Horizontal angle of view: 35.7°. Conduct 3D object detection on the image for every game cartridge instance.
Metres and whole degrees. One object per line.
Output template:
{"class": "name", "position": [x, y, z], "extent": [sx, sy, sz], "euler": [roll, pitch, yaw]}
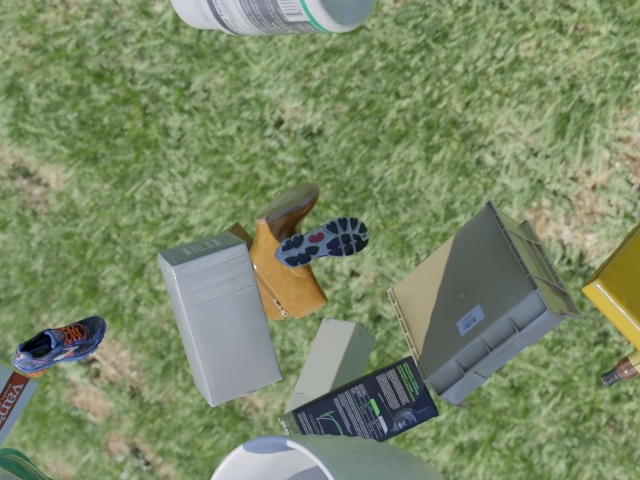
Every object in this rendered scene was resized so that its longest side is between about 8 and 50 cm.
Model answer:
{"class": "game cartridge", "position": [0.587, 0.109, 1.525], "extent": [0.323, 0.285, 0.053], "euler": [49, 147, 2]}

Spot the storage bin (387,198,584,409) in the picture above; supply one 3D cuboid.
{"class": "storage bin", "position": [0.277, 0.113, 1.704], "extent": [0.123, 0.260, 0.262], "euler": [28, 119, -38]}

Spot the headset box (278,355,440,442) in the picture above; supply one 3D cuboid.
{"class": "headset box", "position": [0.079, 0.346, 1.991], "extent": [0.131, 0.283, 0.246], "euler": [64, 167, 8]}

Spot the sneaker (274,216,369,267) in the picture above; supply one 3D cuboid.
{"class": "sneaker", "position": [0.000, 0.000, 1.703], "extent": [0.071, 0.170, 0.068], "euler": [-175, 73, -74]}

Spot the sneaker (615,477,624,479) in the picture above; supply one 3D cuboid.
{"class": "sneaker", "position": [0.556, 0.560, 1.784], "extent": [0.127, 0.126, 0.321], "euler": [16, 132, 24]}

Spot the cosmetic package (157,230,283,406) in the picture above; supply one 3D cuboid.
{"class": "cosmetic package", "position": [-0.155, 0.120, 1.536], "extent": [0.107, 0.127, 0.238], "euler": [-152, 48, -64]}

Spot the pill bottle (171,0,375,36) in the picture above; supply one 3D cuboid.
{"class": "pill bottle", "position": [-0.093, -0.471, 1.785], "extent": [0.361, 0.204, 0.204], "euler": [9, 134, 39]}

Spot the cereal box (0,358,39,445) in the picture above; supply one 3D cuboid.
{"class": "cereal box", "position": [-0.378, 0.160, 0.885], "extent": [0.047, 0.173, 0.240], "euler": [24, 168, 31]}

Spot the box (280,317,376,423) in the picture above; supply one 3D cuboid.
{"class": "box", "position": [0.020, 0.321, 2.279], "extent": [0.113, 0.275, 0.094], "euler": [5, 154, 44]}

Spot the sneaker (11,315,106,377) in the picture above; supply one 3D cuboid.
{"class": "sneaker", "position": [-0.569, 0.225, 2.176], "extent": [0.083, 0.221, 0.087], "euler": [49, 151, 23]}

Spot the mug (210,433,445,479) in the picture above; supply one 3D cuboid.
{"class": "mug", "position": [0.022, 0.450, 1.375], "extent": [0.276, 0.328, 0.374], "euler": [33, 103, 40]}

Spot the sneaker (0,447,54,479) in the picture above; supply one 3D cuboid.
{"class": "sneaker", "position": [-0.273, 0.331, 1.107], "extent": [0.275, 0.107, 0.110], "euler": [53, -176, -24]}

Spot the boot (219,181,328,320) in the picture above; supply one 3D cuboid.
{"class": "boot", "position": [-0.046, 0.030, 1.782], "extent": [0.295, 0.104, 0.211], "euler": [-28, 107, 44]}

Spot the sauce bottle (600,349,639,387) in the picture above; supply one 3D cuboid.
{"class": "sauce bottle", "position": [0.551, 0.214, 1.735], "extent": [0.128, 0.042, 0.042], "euler": [-32, 106, 20]}
